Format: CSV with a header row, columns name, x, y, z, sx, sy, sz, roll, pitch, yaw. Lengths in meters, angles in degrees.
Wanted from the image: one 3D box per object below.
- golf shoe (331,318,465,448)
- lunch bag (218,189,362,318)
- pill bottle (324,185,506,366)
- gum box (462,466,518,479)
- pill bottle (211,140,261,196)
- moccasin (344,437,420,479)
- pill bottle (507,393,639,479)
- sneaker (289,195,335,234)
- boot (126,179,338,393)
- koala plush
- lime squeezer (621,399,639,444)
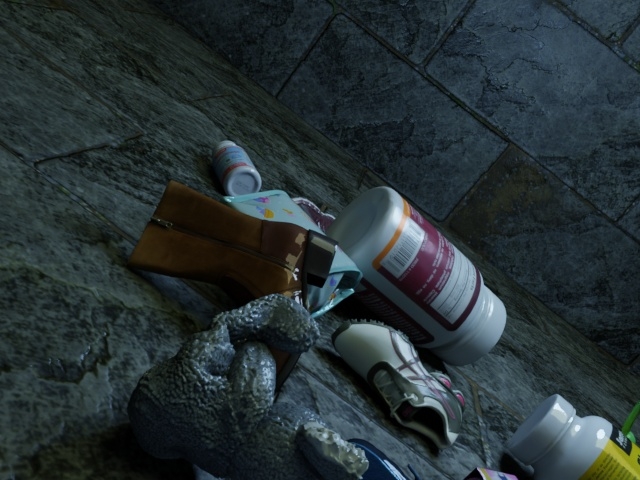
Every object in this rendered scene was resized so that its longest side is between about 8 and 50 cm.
name,x,y,z,sx,sy,sz,roll,pitch,yaw
golf shoe,0.134,0.237,1.143,0.273,0.105,0.120,37,23,-3
lunch bag,-0.059,0.028,1.196,0.223,0.160,0.262,42,22,17
pill bottle,0.203,0.086,1.440,0.392,0.224,0.224,41,14,-23
gum box,0.292,0.435,0.997,0.107,0.062,0.188,25,20,-38
pill bottle,-0.198,-0.165,1.546,0.087,0.087,0.160,25,20,-37
moccasin,0.113,0.370,0.729,0.342,0.138,0.117,58,17,14
pill bottle,0.516,0.445,1.224,0.334,0.188,0.188,42,16,12
sneaker,0.000,0.000,1.498,0.162,0.106,0.281,50,19,27
boot,-0.141,0.064,0.962,0.280,0.264,0.096,18,-17,-1
koala plush,-0.063,0.202,0.691,0.221,0.196,0.203,45,29,20
lime squeezer,0.601,0.417,1.297,0.110,0.059,0.310,19,-54,66
